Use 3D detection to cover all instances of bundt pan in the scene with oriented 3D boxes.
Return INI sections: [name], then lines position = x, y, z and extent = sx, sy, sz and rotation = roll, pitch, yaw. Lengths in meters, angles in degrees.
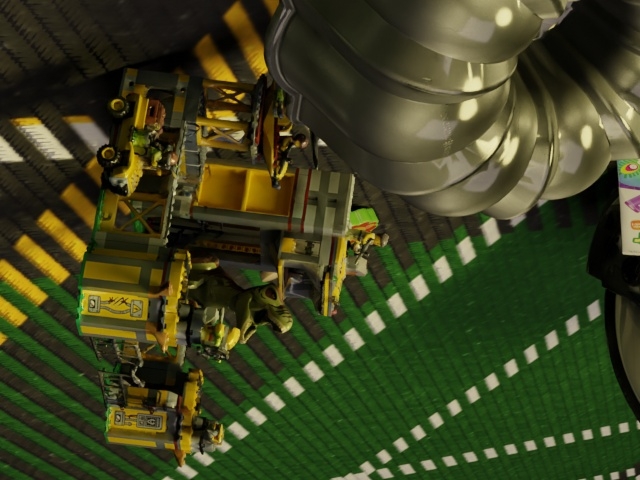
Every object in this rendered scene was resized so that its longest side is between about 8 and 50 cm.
[bundt pan]
position = 0.136, -0.139, 1.208
extent = 0.331, 0.124, 0.331
rotation = -22, 144, -17

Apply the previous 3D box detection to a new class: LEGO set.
[LEGO set]
position = -0.051, 0.021, 1.395
extent = 0.192, 0.255, 0.331
rotation = 7, 148, 2

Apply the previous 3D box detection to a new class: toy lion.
[toy lion]
position = 0.000, 0.000, 1.750
extent = 0.100, 0.034, 0.096
rotation = -31, 166, 27

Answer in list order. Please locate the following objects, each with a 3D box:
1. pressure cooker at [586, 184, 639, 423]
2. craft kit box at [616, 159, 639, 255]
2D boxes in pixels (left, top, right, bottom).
[pressure cooker]
position = 0.477, 0.062, 1.891
extent = 0.370, 0.375, 0.420
rotation = -24, 168, 35
[craft kit box]
position = 0.368, -0.074, 1.615
extent = 0.250, 0.061, 0.246
rotation = 3, 145, 15
